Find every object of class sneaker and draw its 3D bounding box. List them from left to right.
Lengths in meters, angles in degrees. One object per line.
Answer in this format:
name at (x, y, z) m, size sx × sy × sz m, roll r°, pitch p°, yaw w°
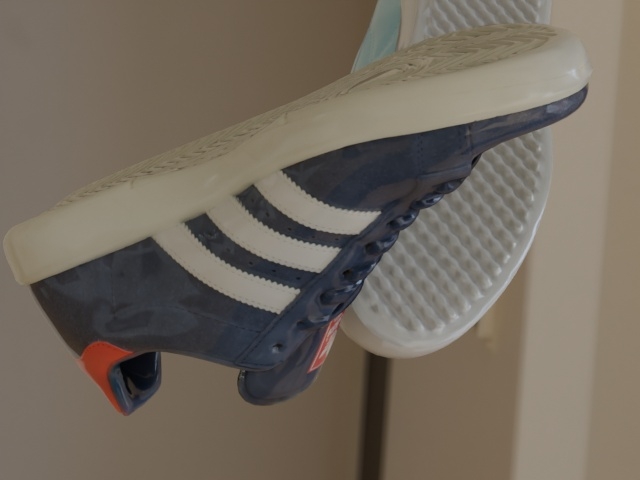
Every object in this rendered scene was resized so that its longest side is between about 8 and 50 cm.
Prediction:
sneaker at (0.000, 0.000, 0.845) m, size 0.350 × 0.148 × 0.131 m, roll -20°, pitch 10°, yaw 31°
sneaker at (0.074, -0.058, 1.062) m, size 0.135 × 0.366 × 0.150 m, roll 22°, pitch -35°, yaw -5°
